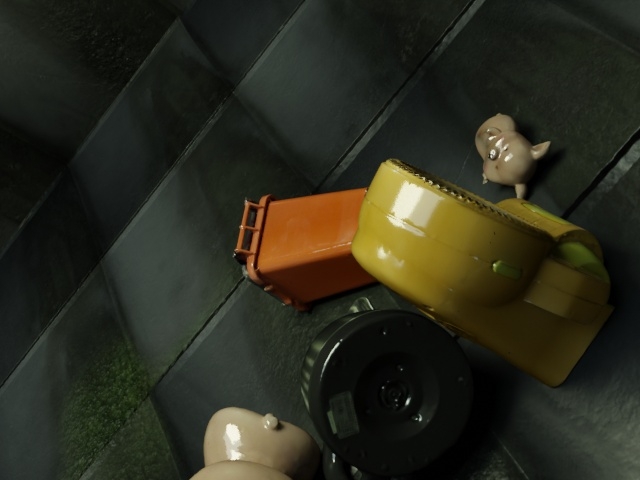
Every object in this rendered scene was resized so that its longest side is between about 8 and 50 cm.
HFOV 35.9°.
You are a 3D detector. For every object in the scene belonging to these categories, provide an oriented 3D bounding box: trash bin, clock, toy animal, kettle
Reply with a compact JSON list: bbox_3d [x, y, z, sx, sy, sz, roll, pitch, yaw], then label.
[{"bbox_3d":[0.000,0.000,1.561,0.239,0.184,0.161,-14,54,37],"label":"trash bin"},{"bbox_3d":[0.183,0.022,1.208,0.244,0.317,0.200,31,96,54],"label":"clock"},{"bbox_3d":[-0.093,0.355,1.392,0.229,0.210,0.221,114,173,-77],"label":"toy animal"},{"bbox_3d":[0.071,0.204,1.336,0.207,0.250,0.271,-24,8,-11],"label":"kettle"},{"bbox_3d":[0.270,-0.132,1.423,0.089,0.083,0.150,-10,46,-10],"label":"toy animal"}]
